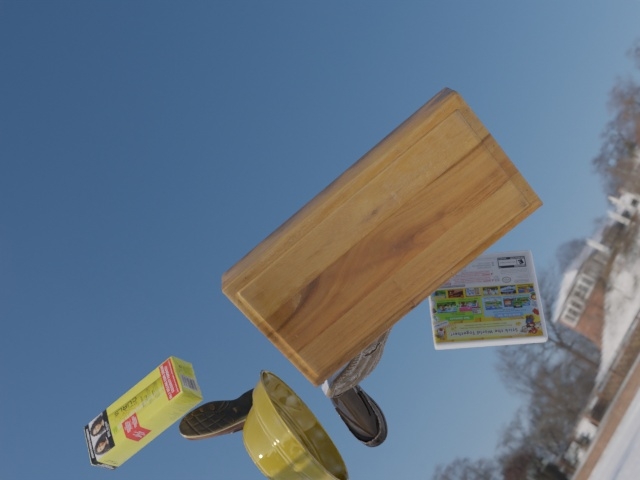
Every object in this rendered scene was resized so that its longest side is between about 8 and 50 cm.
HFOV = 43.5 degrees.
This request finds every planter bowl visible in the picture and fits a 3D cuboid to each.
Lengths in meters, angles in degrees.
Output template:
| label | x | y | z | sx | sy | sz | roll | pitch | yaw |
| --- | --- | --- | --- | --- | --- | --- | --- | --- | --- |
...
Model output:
| label | x | y | z | sx | sy | sz | roll | pitch | yaw |
| --- | --- | --- | --- | --- | --- | --- | --- | --- | --- |
| planter bowl | -0.057 | 0.313 | 1.246 | 0.090 | 0.217 | 0.217 | -39 | -23 | 3 |

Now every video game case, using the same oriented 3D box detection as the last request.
| label | x | y | z | sx | sy | sz | roll | pitch | yaw |
| --- | --- | --- | --- | --- | --- | --- | --- | --- | --- |
| video game case | 0.340 | 0.121 | 1.667 | 0.026 | 0.227 | 0.206 | 80 | -173 | -59 |

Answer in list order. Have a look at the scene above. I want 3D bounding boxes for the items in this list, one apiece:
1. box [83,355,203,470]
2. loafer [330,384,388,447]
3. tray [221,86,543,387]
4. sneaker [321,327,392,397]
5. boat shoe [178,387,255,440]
| label | x | y | z | sx | sy | sz | roll | pitch | yaw |
| --- | --- | --- | --- | --- | --- | --- | --- | --- | --- |
| box | -0.320 | 0.312 | 1.441 | 0.232 | 0.087 | 0.058 | -38 | -40 | 14 |
| loafer | 0.054 | 0.329 | 1.645 | 0.080 | 0.220 | 0.078 | -42 | -24 | 11 |
| tray | 0.083 | 0.000 | 1.119 | 0.411 | 0.203 | 0.076 | -40 | 17 | 7 |
| sneaker | 0.032 | 0.142 | 1.359 | 0.099 | 0.153 | 0.282 | -22 | -30 | -30 |
| boat shoe | -0.155 | 0.312 | 1.396 | 0.178 | 0.064 | 0.060 | -18 | -46 | -7 |
